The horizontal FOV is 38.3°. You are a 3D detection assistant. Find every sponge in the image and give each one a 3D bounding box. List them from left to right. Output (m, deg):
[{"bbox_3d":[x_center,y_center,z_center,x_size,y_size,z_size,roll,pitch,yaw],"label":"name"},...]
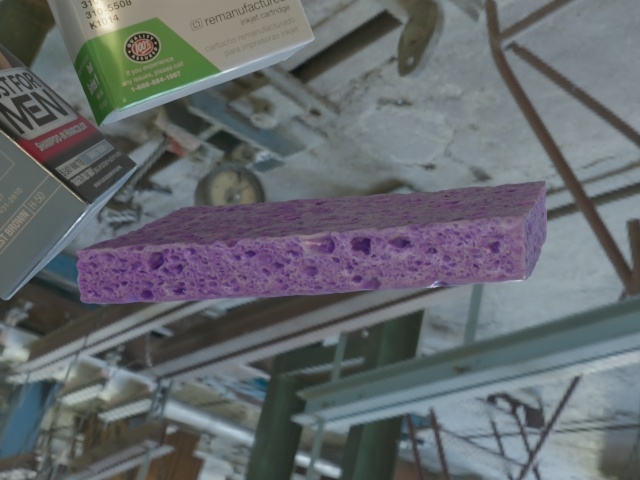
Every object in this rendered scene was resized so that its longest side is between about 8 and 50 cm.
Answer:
[{"bbox_3d":[0.000,0.000,0.448,0.210,0.031,0.117,-3,-170,19],"label":"sponge"}]

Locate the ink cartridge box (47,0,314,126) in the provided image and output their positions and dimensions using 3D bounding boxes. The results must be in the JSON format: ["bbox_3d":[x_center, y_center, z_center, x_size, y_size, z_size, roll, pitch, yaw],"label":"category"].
[{"bbox_3d":[-0.124,-0.215,0.663,0.160,0.219,0.092,-24,-173,-18],"label":"ink cartridge box"}]

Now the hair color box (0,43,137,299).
[{"bbox_3d":[-0.346,-0.134,0.769,0.374,0.113,0.185,42,-169,-9],"label":"hair color box"}]
